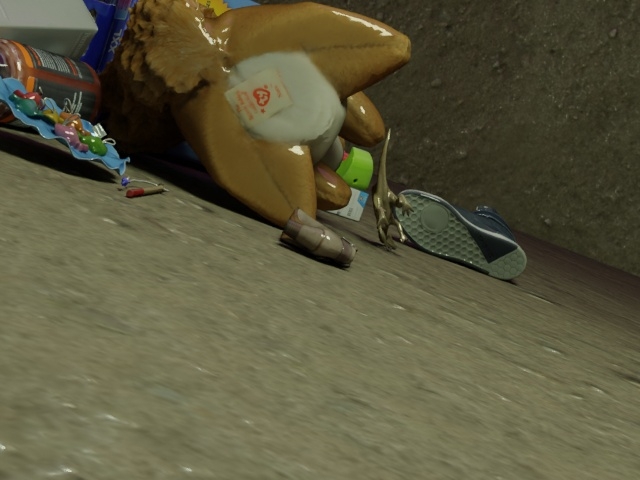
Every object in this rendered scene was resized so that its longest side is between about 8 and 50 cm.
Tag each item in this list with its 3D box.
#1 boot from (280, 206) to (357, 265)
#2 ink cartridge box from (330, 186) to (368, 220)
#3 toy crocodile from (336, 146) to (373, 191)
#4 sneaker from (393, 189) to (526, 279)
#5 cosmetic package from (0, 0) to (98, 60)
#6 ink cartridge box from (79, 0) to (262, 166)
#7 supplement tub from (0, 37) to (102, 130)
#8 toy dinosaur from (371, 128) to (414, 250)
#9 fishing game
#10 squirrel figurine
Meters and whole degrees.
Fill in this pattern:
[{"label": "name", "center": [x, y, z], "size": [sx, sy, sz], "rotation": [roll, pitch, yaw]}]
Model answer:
[{"label": "boot", "center": [0.000, 0.000, 1.288], "size": [0.087, 0.042, 0.118], "rotation": [26, 8, -2]}, {"label": "ink cartridge box", "center": [0.029, -0.067, 1.825], "size": [0.083, 0.048, 0.028], "rotation": [18, 7, -22]}, {"label": "toy crocodile", "center": [0.006, -0.143, 2.117], "size": [0.115, 0.105, 0.340], "rotation": [18, 7, -17]}, {"label": "sneaker", "center": [0.213, -0.024, 1.802], "size": [0.226, 0.086, 0.163], "rotation": [29, 17, -7]}, {"label": "cosmetic package", "center": [-0.427, -0.271, 1.472], "size": [0.238, 0.127, 0.107], "rotation": [-7, 60, -43]}, {"label": "ink cartridge box", "center": [-0.210, -0.263, 1.746], "size": [0.395, 0.270, 0.151], "rotation": [16, 3, -29]}, {"label": "supplement tub", "center": [-0.375, -0.194, 1.427], "size": [0.106, 0.106, 0.198], "rotation": [24, 8, 29]}, {"label": "toy dinosaur", "center": [0.087, -0.053, 1.564], "size": [0.053, 0.183, 0.092], "rotation": [-12, 32, -14]}, {"label": "fishing game", "center": [-0.286, -0.136, 1.271], "size": [0.264, 0.041, 0.189], "rotation": [36, 7, 4]}, {"label": "squirrel figurine", "center": [-0.105, -0.193, 1.561], "size": [0.397, 0.281, 0.370], "rotation": [22, 0, -2]}]
